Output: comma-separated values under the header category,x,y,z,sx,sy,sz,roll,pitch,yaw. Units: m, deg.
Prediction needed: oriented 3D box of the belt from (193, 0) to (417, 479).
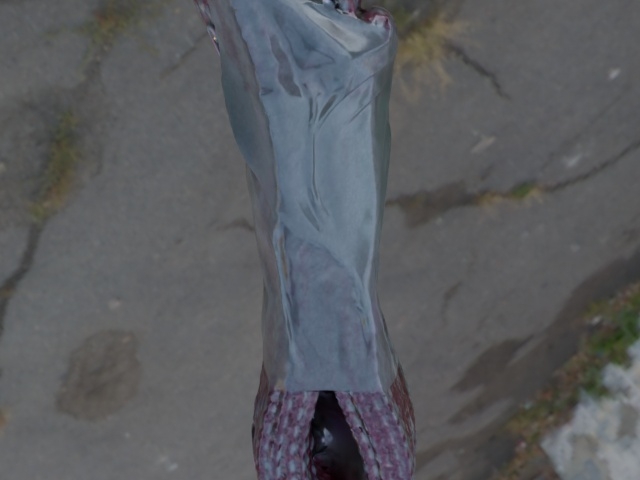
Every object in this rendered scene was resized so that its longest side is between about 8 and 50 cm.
category,x,y,z,sx,sy,sz,roll,pitch,yaw
belt,0.000,0.000,0.439,0.071,0.053,0.232,-7,107,1
